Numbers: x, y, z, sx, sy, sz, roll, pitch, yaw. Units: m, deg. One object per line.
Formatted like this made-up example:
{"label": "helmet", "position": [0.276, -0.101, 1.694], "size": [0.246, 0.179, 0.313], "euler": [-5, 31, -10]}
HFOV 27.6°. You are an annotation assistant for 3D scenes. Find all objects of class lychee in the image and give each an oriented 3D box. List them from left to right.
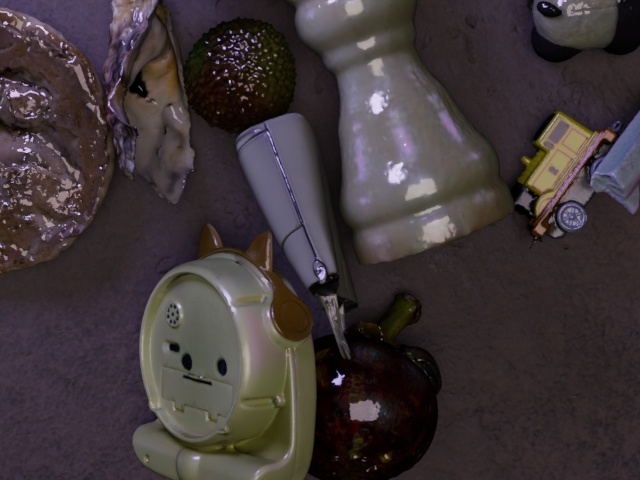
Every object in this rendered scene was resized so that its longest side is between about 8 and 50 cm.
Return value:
{"label": "lychee", "position": [-0.103, -0.223, 1.724], "size": [0.171, 0.171, 0.171], "euler": [-1, 99, -5]}

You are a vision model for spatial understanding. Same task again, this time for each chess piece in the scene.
{"label": "chess piece", "position": [0.082, -0.206, 1.721], "size": [0.234, 0.234, 0.442], "euler": [-21, 98, -2]}

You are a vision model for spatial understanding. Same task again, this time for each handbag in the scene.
{"label": "handbag", "position": [0.000, 0.000, 1.703], "size": [0.109, 0.241, 0.315], "euler": [-26, 75, 3]}

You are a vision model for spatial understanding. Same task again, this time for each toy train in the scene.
{"label": "toy train", "position": [0.339, -0.091, 1.830], "size": [0.127, 0.089, 0.219], "euler": [35, 95, 1]}

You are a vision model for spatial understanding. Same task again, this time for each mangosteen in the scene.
{"label": "mangosteen", "position": [0.059, 0.200, 1.807], "size": [0.231, 0.231, 0.289], "euler": [28, 55, -9]}

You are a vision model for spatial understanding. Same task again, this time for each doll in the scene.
{"label": "doll", "position": [0.394, -0.319, 1.774], "size": [0.234, 0.135, 0.143], "euler": [-7, 102, -8]}

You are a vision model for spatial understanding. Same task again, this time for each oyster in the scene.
{"label": "oyster", "position": [-0.237, -0.202, 1.713], "size": [0.100, 0.271, 0.275], "euler": [-6, 136, 5]}

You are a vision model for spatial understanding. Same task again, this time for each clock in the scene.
{"label": "clock", "position": [-0.133, 0.155, 1.728], "size": [0.117, 0.286, 0.348], "euler": [-1, 95, -41]}

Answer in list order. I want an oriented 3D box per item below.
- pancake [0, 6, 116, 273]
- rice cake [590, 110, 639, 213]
{"label": "pancake", "position": [-0.460, -0.133, 1.747], "size": [0.387, 0.082, 0.387], "euler": [0, 101, 2]}
{"label": "rice cake", "position": [0.473, -0.156, 1.797], "size": [0.081, 0.051, 0.290], "euler": [50, 66, -19]}
